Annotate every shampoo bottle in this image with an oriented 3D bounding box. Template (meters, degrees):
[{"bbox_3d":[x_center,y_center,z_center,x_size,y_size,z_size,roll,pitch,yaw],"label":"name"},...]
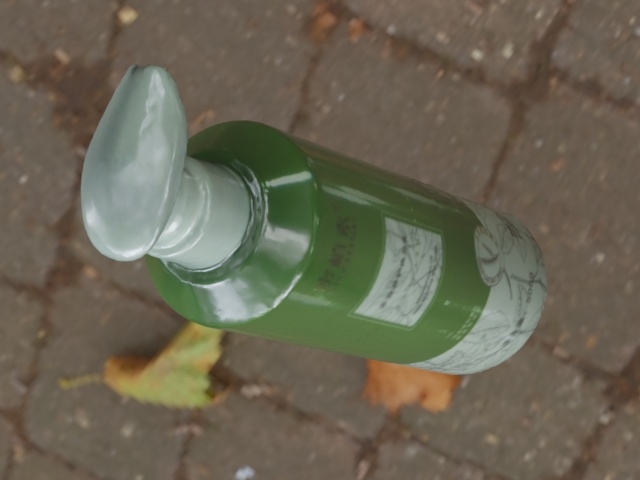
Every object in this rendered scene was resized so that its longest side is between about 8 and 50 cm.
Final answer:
[{"bbox_3d":[0.000,0.000,0.585,0.065,0.204,0.065,-6,79,30],"label":"shampoo bottle"}]
